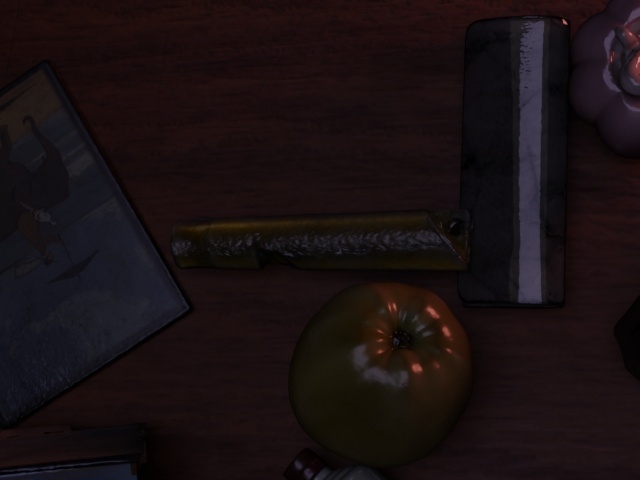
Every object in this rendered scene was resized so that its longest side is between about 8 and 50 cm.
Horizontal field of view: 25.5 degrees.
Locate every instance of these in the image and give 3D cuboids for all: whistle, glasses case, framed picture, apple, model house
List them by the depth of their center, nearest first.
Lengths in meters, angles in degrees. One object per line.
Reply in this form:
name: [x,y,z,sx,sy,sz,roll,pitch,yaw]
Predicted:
apple: [0.062,0.131,1.412,0.200,0.200,0.200,-1,84,13]
glasses case: [0.203,-0.080,1.462,0.114,0.060,0.299,-1,84,25]
model house: [-0.296,0.314,1.482,0.271,0.178,0.206,-6,98,-10]
whistle: [0.000,0.000,1.487,0.326,0.057,0.068,-1,70,19]
framed picture: [-0.333,0.003,1.606,0.265,0.016,0.347,-32,79,7]

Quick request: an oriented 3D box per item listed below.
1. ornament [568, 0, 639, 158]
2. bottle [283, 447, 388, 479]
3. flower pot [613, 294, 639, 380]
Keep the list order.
ornament: [0.331,-0.167,1.393,0.177,0.177,0.177,-1,84,13]
bottle: [0.061,0.306,1.434,0.245,0.104,0.104,42,94,14]
flower pot: [0.418,0.119,1.355,0.251,0.179,0.084,42,57,15]
